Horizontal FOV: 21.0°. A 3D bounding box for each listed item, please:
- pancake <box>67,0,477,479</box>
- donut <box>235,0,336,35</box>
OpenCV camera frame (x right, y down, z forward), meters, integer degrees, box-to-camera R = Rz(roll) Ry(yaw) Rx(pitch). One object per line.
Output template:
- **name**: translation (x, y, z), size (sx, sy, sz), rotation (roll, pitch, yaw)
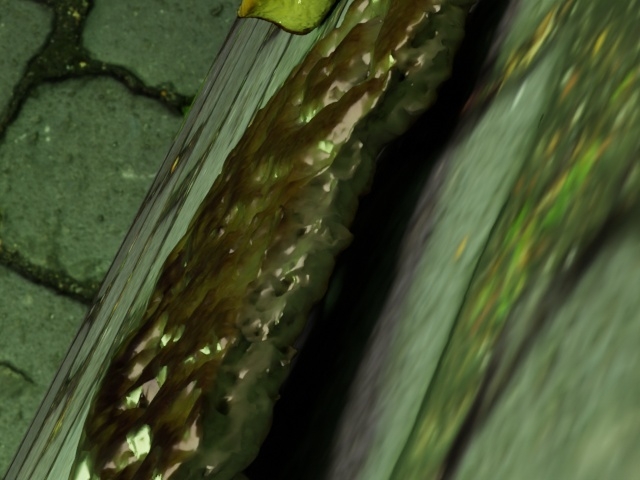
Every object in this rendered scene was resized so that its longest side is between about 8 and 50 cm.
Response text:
- **pancake**: translation (0.000, 0.000, 0.536), size (0.244, 0.057, 0.266), rotation (-53, 13, 6)
- **donut**: translation (-0.003, -0.193, 1.094), size (0.140, 0.059, 0.140), rotation (-61, 9, 16)
